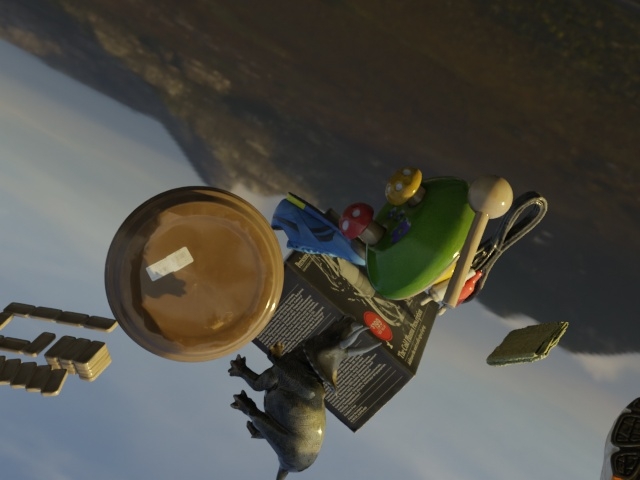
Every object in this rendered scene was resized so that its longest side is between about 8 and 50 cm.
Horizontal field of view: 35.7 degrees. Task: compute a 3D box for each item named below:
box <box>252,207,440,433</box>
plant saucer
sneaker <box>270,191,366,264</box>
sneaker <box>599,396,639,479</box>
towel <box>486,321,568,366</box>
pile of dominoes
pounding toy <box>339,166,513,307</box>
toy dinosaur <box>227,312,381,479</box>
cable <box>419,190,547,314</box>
[{"bbox_3d":[0.041,0.143,1.931,0.312,0.179,0.343,41,-157,-2],"label":"box"},{"bbox_3d":[-0.189,0.056,1.521,0.278,0.278,0.041,26,-178,-15],"label":"plant saucer"},{"bbox_3d":[0.000,0.000,1.661,0.209,0.082,0.069,34,-176,32],"label":"sneaker"},{"bbox_3d":[0.374,0.321,1.249,0.099,0.262,0.121,26,152,2],"label":"sneaker"},{"bbox_3d":[0.383,0.194,1.844,0.148,0.110,0.027,-19,106,53],"label":"towel"},{"bbox_3d":[-0.471,0.187,1.643,0.251,0.040,0.196,7,-146,26],"label":"pile of dominoes"},{"bbox_3d":[0.109,-0.027,1.230,0.110,0.183,0.237,37,168,-23],"label":"pounding toy"},{"bbox_3d":[-0.044,0.241,1.390,0.160,0.313,0.121,24,-166,41],"label":"toy dinosaur"},{"bbox_3d":[0.303,0.035,1.793,0.139,0.287,0.072,44,-160,-35],"label":"cable"}]
